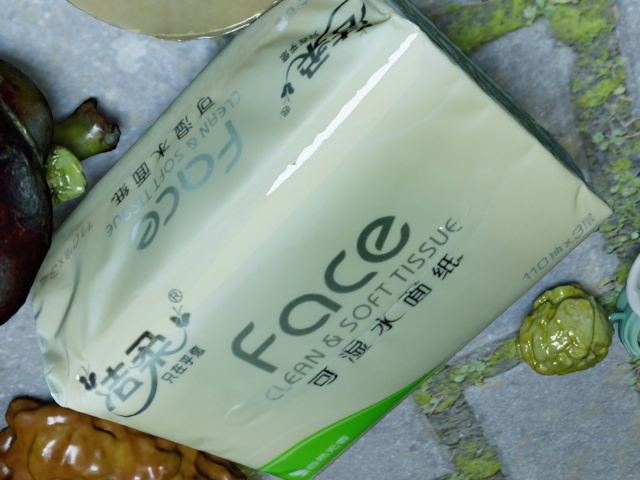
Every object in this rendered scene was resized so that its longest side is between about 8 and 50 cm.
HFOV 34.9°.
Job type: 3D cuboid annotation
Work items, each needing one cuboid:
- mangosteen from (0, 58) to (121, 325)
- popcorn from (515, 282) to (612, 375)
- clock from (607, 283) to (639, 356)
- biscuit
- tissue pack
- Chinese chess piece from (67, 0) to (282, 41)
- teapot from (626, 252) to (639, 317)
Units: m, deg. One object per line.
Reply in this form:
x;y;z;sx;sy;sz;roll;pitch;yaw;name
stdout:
-0.278;-0.037;0.790;0.289;0.231;0.231;-16;141;-38;mangosteen
0.285;0.106;1.203;0.120;0.116;0.106;-12;91;-13;popcorn
0.434;0.082;1.256;0.188;0.060;0.148;9;129;-26;clock
-0.266;0.319;1.196;0.318;0.111;0.312;24;120;-33;biscuit
0.000;0.000;0.885;0.405;0.205;0.331;-45;133;14;tissue pack
-0.101;-0.261;0.707;0.249;0.103;0.250;-10;136;-10;Chinese chess piece
0.452;-0.025;1.101;0.208;0.166;0.300;21;113;-48;teapot
